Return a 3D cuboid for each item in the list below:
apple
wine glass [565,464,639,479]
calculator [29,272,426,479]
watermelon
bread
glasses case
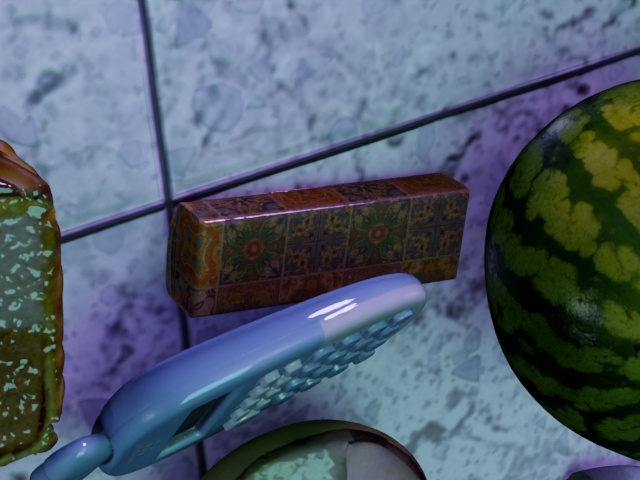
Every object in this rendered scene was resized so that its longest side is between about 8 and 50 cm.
[{"bbox_3d":[-0.012,0.228,1.222,0.188,0.174,0.207,-7,123,-6],"label":"apple"},{"bbox_3d":[0.306,0.231,1.495,0.198,0.066,0.066,2,114,-34],"label":"wine glass"},{"bbox_3d":[-0.060,0.097,1.136,0.303,0.042,0.188,-21,167,-23],"label":"calculator"},{"bbox_3d":[0.262,0.021,1.209,0.285,0.285,0.285,-15,122,-25],"label":"watermelon"},{"bbox_3d":[-0.249,0.048,1.018,0.181,0.096,0.222,-13,123,-26],"label":"bread"},{"bbox_3d":[0.000,0.000,1.179,0.218,0.049,0.075,-7,117,-29],"label":"glasses case"}]
